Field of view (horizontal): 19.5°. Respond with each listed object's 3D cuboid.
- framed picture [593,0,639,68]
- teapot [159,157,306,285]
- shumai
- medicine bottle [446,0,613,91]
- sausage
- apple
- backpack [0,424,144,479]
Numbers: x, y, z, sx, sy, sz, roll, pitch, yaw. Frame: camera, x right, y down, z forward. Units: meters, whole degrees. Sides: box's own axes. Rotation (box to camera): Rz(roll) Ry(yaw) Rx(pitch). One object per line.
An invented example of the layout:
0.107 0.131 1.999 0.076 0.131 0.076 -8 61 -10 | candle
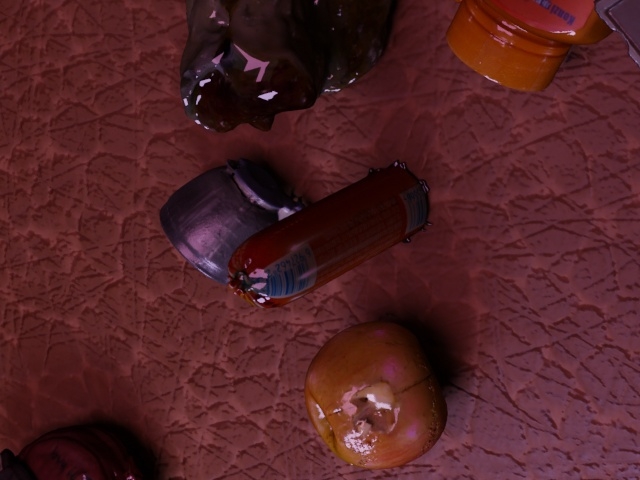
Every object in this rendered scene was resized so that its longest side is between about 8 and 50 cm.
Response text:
0.376 -0.129 1.445 0.289 0.020 0.211 48 128 -8 | framed picture
-0.075 -0.013 1.820 0.108 0.111 0.149 -46 75 21 | teapot
-0.058 -0.241 1.668 0.222 0.203 0.272 -28 87 36 | shumai
0.196 -0.242 1.556 0.149 0.112 0.222 37 123 16 | medicine bottle
0.000 0.000 1.680 0.083 0.264 0.083 14 115 32 | sausage
0.049 0.150 1.777 0.146 0.146 0.147 12 113 29 | apple
-0.264 0.306 2.045 0.229 0.138 0.229 7 100 46 | backpack
